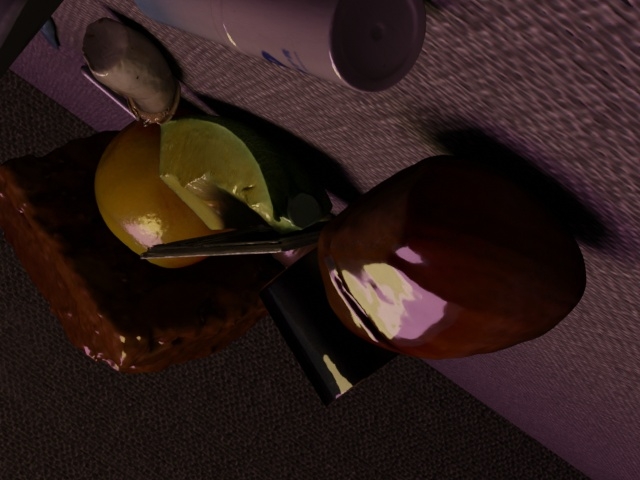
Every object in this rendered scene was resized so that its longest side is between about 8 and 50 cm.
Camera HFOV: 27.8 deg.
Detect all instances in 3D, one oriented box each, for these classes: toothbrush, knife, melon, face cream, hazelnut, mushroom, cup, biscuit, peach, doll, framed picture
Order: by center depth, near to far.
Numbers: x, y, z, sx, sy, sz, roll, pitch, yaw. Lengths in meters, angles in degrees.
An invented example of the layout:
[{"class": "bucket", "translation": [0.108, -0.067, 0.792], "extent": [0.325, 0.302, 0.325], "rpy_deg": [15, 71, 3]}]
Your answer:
[{"class": "face cream", "translation": [-0.038, -0.160, 0.859], "extent": [0.077, 0.077, 0.250], "rpy_deg": [39, 173, -40]}, {"class": "hazelnut", "translation": [0.110, 0.023, 1.066], "extent": [0.181, 0.181, 0.212], "rpy_deg": [56, 161, -6]}, {"class": "mushroom", "translation": [-0.223, -0.202, 1.599], "extent": [0.092, 0.081, 0.223], "rpy_deg": [14, 171, 15]}, {"class": "melon", "translation": [-0.079, -0.074, 1.638], "extent": [0.196, 0.124, 0.323], "rpy_deg": [38, 167, -29]}, {"class": "framed picture", "translation": [-0.067, -0.005, 1.652], "extent": [0.217, 0.017, 0.274], "rpy_deg": [-3, -175, 28]}, {"class": "cup", "translation": [0.043, 0.092, 1.752], "extent": [0.177, 0.166, 0.239], "rpy_deg": [54, -143, 6]}, {"class": "peach", "translation": [-0.212, -0.080, 1.877], "extent": [0.231, 0.231, 0.231], "rpy_deg": [34, 175, 4]}, {"class": "doll", "translation": [0.007, 0.001, 1.991], "extent": [0.188, 0.096, 0.145], "rpy_deg": [2, 174, 29]}, {"class": "biscuit", "translation": [-0.284, 0.011, 2.032], "extent": [0.395, 0.343, 0.166], "rpy_deg": [54, 139, 20]}, {"class": "knife", "translation": [-0.437, -0.332, 2.056], "extent": [0.044, 0.019, 0.313], "rpy_deg": [43, 174, -6]}, {"class": "toothbrush", "translation": [-0.262, -0.184, 2.254], "extent": [0.386, 0.040, 0.040], "rpy_deg": [40, 173, -23]}]

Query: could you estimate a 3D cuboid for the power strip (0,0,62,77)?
[{"class": "power strip", "translation": [-0.162, -0.194, 0.764], "extent": [0.059, 0.193, 0.265], "rpy_deg": [33, -149, -11]}]
